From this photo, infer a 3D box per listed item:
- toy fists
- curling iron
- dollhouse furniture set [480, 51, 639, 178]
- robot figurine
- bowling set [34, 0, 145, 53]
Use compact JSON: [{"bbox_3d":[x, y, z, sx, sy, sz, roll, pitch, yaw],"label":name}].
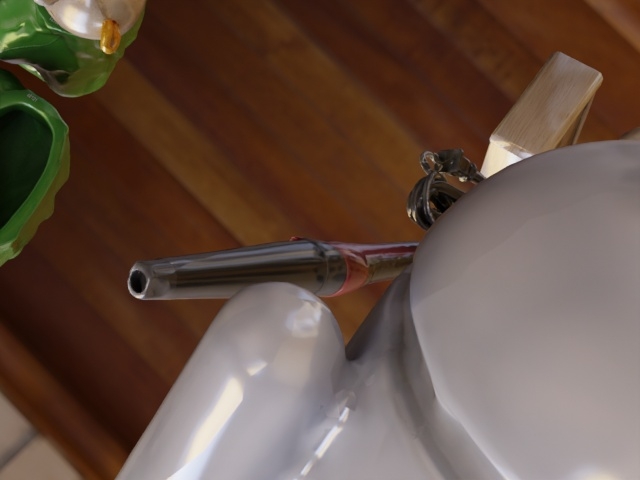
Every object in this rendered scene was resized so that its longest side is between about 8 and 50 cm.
[{"bbox_3d":[-0.188,-0.103,1.302,0.142,0.096,0.279,120,-8,-78],"label":"toy fists"},{"bbox_3d":[0.000,0.000,1.017,0.035,0.068,0.274,1,-170,42],"label":"curling iron"},{"bbox_3d":[0.285,0.031,1.538,0.303,0.355,0.174,-51,163,-38],"label":"dollhouse furniture set"},{"bbox_3d":[0.078,0.110,0.674,0.353,0.300,0.200,-57,-156,30],"label":"robot figurine"},{"bbox_3d":[-0.177,-0.197,0.727,0.200,0.287,0.154,-11,149,11],"label":"bowling set"}]
